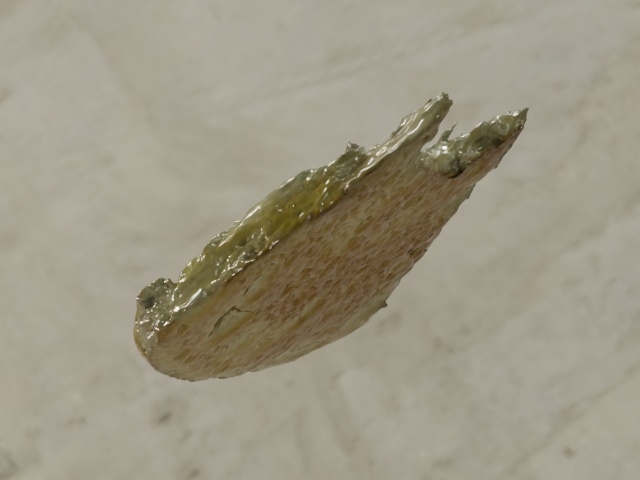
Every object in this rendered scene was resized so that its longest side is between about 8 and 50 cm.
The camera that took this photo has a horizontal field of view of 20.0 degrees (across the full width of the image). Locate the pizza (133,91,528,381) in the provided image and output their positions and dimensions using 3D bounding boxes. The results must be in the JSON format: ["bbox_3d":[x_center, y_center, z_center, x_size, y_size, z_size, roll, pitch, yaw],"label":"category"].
[{"bbox_3d":[0.000,0.000,0.922,0.181,0.034,0.262,-11,-26,-41],"label":"pizza"}]
